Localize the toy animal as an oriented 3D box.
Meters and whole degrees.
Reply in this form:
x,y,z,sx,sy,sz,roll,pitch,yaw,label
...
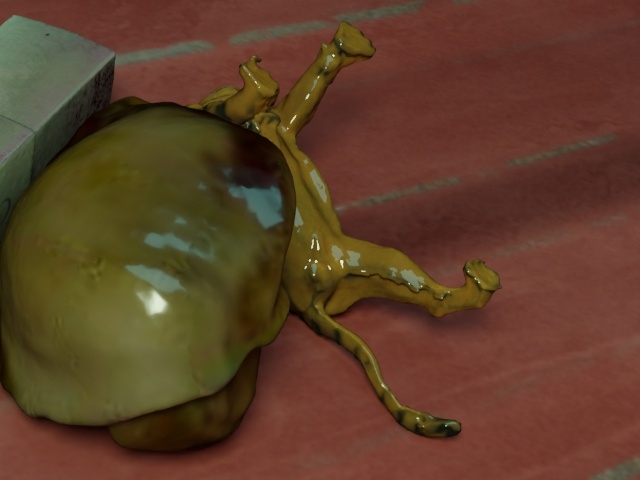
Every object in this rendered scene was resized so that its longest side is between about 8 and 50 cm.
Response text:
x,y,z,sx,sy,sz,roll,pitch,yaw,label
-0.007,-0.001,0.845,0.114,0.116,0.255,2,50,-38,toy animal

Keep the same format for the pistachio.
x,y,z,sx,sy,sz,roll,pitch,yaw,label
-0.081,0.009,0.771,0.165,0.130,0.210,-31,43,7,pistachio

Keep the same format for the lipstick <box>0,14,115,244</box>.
x,y,z,sx,sy,sz,roll,pitch,yaw,label
-0.196,-0.011,0.795,0.068,0.066,0.317,20,36,9,lipstick
